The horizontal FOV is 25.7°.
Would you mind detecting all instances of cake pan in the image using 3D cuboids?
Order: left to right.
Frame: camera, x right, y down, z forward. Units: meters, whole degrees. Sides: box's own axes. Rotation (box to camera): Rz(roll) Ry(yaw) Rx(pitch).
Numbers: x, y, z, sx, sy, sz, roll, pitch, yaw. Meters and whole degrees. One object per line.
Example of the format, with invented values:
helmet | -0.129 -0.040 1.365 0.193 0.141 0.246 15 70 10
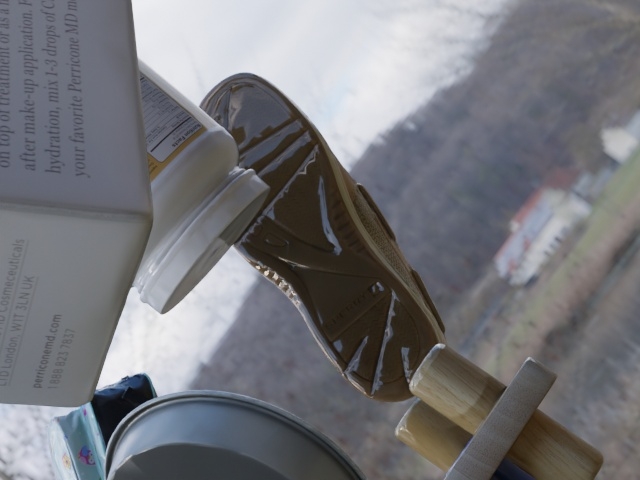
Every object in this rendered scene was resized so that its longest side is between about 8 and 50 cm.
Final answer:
cake pan | -0.081 0.272 1.326 0.293 0.293 0.054 -60 -1 39

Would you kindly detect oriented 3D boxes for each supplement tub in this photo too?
supplement tub | -0.150 -0.056 1.015 0.144 0.200 0.144 -49 -3 -3

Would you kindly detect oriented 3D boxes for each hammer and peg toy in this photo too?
hammer and peg toy | 0.062 0.213 0.966 0.266 0.127 0.361 -54 -10 -13

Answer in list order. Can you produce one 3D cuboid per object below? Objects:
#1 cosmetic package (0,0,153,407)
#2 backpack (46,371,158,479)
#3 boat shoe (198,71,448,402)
cosmetic package | -0.325 -0.064 0.683 0.161 0.453 0.230 116 153 -43
backpack | -0.235 0.251 1.620 0.144 0.166 0.188 -21 -7 -11
boat shoe | 0.000 0.000 1.276 0.122 0.341 0.110 -35 -15 14
